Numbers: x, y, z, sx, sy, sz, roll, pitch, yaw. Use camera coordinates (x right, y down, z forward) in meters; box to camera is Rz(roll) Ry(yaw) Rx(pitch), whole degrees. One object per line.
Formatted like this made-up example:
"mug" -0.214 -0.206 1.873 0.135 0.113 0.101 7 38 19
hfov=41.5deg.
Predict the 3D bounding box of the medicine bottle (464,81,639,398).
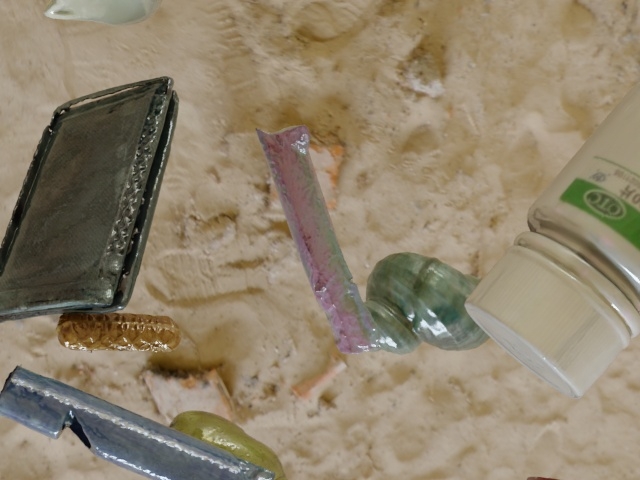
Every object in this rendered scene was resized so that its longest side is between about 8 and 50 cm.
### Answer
"medicine bottle" 0.232 -0.001 0.667 0.237 0.139 0.139 -49 116 -6

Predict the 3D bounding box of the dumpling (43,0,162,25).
"dumpling" -0.244 -0.339 1.061 0.229 0.151 0.124 -5 120 29

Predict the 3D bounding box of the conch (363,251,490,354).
"conch" 0.170 0.114 1.421 0.277 0.195 0.220 -25 151 -16

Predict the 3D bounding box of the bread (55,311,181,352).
"bread" -0.253 0.116 1.067 0.157 0.052 0.044 6 122 -23

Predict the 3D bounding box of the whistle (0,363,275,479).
"whistle" -0.195 0.218 0.907 0.304 0.062 0.062 25 99 -5

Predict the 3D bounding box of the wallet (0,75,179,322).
"wallet" -0.314 -0.051 1.133 0.075 0.237 0.342 46 44 -49

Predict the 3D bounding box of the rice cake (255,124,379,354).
"rice cake" -0.001 0.001 0.965 0.051 0.081 0.290 -26 104 -27

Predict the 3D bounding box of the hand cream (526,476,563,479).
"hand cream" 0.346 0.382 1.072 0.193 0.193 0.125 21 72 -24

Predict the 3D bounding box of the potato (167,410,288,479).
"potato" -0.156 0.383 1.398 0.248 0.169 0.143 42 49 -4
